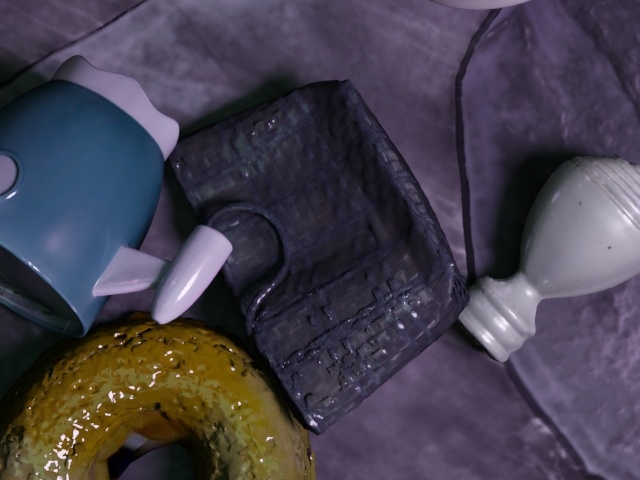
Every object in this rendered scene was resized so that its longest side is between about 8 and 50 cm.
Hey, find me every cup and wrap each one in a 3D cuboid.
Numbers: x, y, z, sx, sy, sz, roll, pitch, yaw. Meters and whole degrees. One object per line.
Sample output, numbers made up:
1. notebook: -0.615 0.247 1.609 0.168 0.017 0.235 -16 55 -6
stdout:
1. cup: -0.196 -0.042 1.472 0.299 0.167 0.173 25 70 24

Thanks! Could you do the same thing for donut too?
1. donut: -0.134 0.183 1.487 0.272 0.107 0.272 0 85 -5

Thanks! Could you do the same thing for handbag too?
1. handbag: 0.000 0.000 1.495 0.175 0.088 0.270 -29 69 4

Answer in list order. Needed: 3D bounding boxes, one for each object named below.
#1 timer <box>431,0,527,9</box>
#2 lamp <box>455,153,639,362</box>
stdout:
1. timer: 0.138 -0.286 1.505 0.233 0.240 0.233 -8 69 23
2. lamp: 0.189 0.013 1.518 0.193 0.106 0.106 -45 89 6
